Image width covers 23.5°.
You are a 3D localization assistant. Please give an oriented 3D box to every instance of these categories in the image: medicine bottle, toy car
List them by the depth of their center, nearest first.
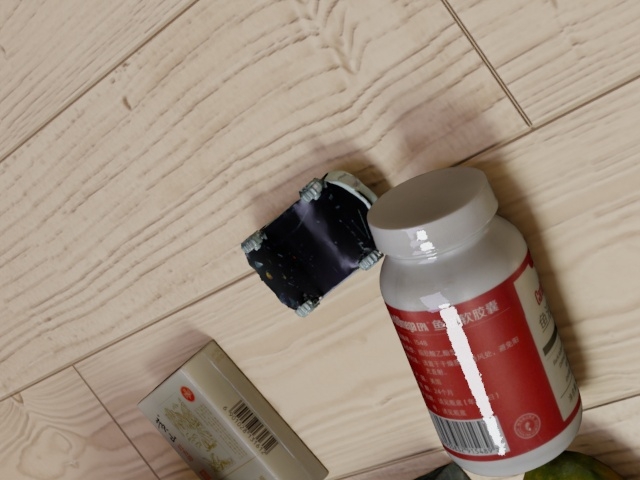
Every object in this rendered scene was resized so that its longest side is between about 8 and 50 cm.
[{"bbox_3d":[0.131,0.070,1.311,0.131,0.131,0.250,2,122,44],"label":"medicine bottle"},{"bbox_3d":[0.000,0.000,1.439,0.095,0.056,0.205,50,139,-1],"label":"toy car"}]

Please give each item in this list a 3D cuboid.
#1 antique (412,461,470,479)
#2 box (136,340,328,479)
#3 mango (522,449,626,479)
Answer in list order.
[{"bbox_3d":[0.092,0.307,1.588,0.088,0.086,0.183,51,143,-2],"label":"antique"},{"bbox_3d":[-0.101,0.223,1.728,0.201,0.058,0.141,48,143,0],"label":"box"},{"bbox_3d":[0.262,0.289,1.383,0.221,0.120,0.151,44,140,18],"label":"mango"}]
